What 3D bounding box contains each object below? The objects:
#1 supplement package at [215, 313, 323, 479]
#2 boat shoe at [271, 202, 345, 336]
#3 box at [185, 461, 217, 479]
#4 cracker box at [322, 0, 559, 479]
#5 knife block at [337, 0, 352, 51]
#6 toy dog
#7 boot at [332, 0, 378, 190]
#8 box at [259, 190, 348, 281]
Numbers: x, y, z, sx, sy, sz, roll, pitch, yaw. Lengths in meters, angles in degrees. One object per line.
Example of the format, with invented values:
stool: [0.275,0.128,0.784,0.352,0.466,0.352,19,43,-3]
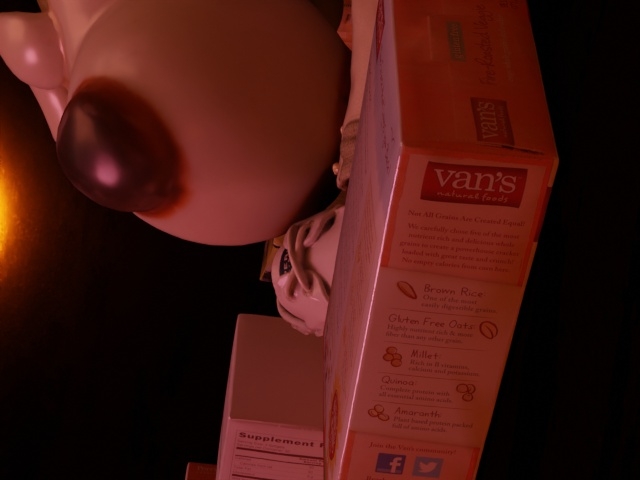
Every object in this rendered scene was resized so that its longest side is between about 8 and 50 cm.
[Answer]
supplement package: [-0.026,0.156,1.276,0.179,0.105,0.105,101,175,-47]
boat shoe: [0.013,0.019,1.063,0.267,0.088,0.096,126,150,-83]
box: [-0.074,0.298,1.568,0.170,0.130,0.091,-93,10,-67]
cracker box: [0.046,0.009,0.741,0.155,0.067,0.232,-89,6,-52]
knife block: [0.029,-0.303,1.398,0.275,0.088,0.242,113,164,-78]
toy dog: [-0.085,-0.190,1.155,0.395,0.285,0.408,-45,55,57]
boot: [0.043,-0.103,0.925,0.213,0.077,0.165,-179,94,-83]
box: [0.000,0.000,1.334,0.232,0.087,0.058,112,166,-80]
